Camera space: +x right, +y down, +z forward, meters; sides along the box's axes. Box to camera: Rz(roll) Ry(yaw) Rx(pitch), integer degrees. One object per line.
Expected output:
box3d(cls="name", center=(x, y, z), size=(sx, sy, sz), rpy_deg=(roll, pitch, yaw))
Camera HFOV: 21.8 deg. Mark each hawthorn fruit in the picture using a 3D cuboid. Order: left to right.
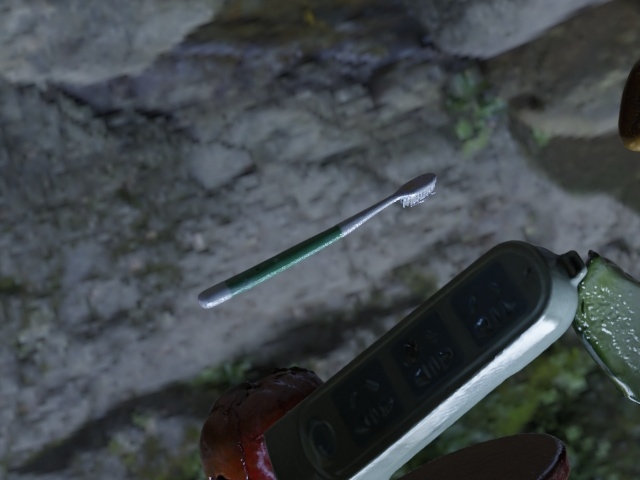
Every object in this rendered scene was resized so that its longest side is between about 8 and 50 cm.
box3d(cls="hawthorn fruit", center=(-0.039, 0.215, 1.635), size=(0.148, 0.172, 0.148), rpy_deg=(-27, 179, 0))

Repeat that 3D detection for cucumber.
box3d(cls="cucumber", center=(0.395, 0.127, 1.950), size=(0.325, 0.105, 0.145), rpy_deg=(34, 88, -23))

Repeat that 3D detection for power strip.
box3d(cls="power strip", center=(0.071, 0.098, 1.172), size=(0.286, 0.080, 0.048), rpy_deg=(-41, 149, 21))

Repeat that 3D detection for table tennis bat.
box3d(cls="table tennis bat", center=(0.108, 0.292, 1.713), size=(0.268, 0.051, 0.415), rpy_deg=(-19, -173, 33))

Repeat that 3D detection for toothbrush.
box3d(cls="toothbrush", center=(0.000, 0.000, 1.527), size=(0.257, 0.018, 0.024), rpy_deg=(-27, 145, -19))

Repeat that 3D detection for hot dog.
box3d(cls="hot dog", center=(0.398, -0.171, 1.949), size=(0.060, 0.140, 0.090), rpy_deg=(6, 180, -39))
